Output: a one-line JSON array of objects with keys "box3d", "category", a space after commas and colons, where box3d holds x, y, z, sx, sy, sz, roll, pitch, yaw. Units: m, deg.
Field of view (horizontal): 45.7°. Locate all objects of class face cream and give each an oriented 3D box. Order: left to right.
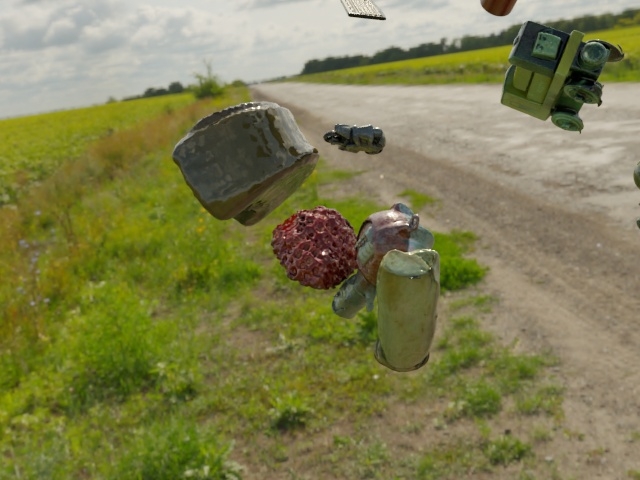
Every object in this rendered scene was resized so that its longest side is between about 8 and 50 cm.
[{"box3d": [0.495, -0.691, 1.964, 0.096, 0.096, 0.214, -13, -26, -20], "category": "face cream"}]

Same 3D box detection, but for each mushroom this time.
[{"box3d": [0.138, 0.124, 1.222, 0.100, 0.312, 0.081, -5, 54, -1], "category": "mushroom"}]

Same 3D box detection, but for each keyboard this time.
[{"box3d": [0.101, -0.551, 1.836, 0.103, 0.041, 0.381, 4, 33, -7], "category": "keyboard"}]

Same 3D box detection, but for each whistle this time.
[{"box3d": [0.104, 0.048, 1.394, 0.134, 0.142, 0.346, -13, -23, -30], "category": "whistle"}]

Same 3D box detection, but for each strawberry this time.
[{"box3d": [0.000, 0.000, 1.503, 0.190, 0.111, 0.236, 14, 24, -6], "category": "strawberry"}]

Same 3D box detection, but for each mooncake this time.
[{"box3d": [-0.208, -0.174, 1.921, 0.393, 0.246, 0.394, -28, -8, -40], "category": "mooncake"}]

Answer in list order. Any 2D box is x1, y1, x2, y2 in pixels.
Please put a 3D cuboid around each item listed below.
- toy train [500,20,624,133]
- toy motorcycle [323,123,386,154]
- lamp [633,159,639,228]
[{"box3d": [0.601, -0.415, 1.941, 0.253, 0.160, 0.397, 24, -6, 11], "category": "toy train"}, {"box3d": [0.107, -0.271, 2.012, 0.193, 0.061, 0.124, 11, -23, -34], "category": "toy motorcycle"}, {"box3d": [0.692, -0.098, 1.587, 0.091, 0.163, 0.091, 17, -7, 2], "category": "lamp"}]
